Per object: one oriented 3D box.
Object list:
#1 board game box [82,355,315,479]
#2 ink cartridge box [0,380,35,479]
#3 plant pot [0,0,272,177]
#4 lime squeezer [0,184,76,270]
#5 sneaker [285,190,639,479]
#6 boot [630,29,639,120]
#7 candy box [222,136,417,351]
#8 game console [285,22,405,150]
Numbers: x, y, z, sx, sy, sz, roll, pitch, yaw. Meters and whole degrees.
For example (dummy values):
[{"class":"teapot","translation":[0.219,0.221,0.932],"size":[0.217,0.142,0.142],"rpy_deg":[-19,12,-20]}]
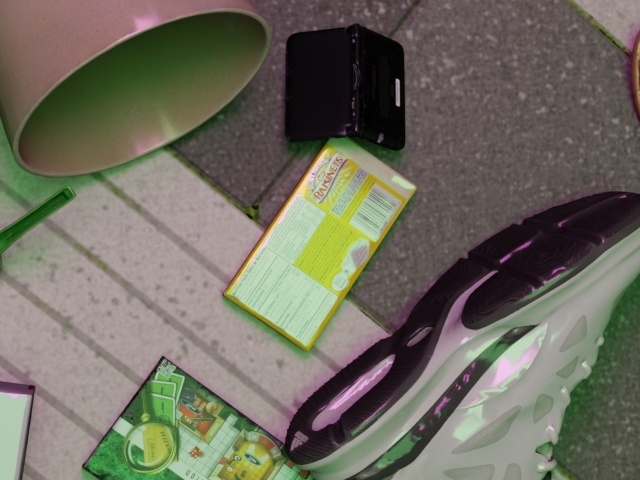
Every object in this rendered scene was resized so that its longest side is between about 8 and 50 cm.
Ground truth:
[{"class":"board game box","translation":[-0.092,0.244,1.295],"size":[0.259,0.030,0.136],"rpy_deg":[36,83,-8]},{"class":"ink cartridge box","translation":[-0.338,0.215,1.194],"size":[0.127,0.128,0.176],"rpy_deg":[10,86,-11]},{"class":"plant pot","translation":[-0.219,-0.242,1.202],"size":[0.256,0.256,0.274],"rpy_deg":[-26,76,-12]},{"class":"lime squeezer","translation":[-0.354,0.047,1.212],"size":[0.310,0.110,0.059],"rpy_deg":[-34,112,-7]},{"class":"sneaker","translation":[0.202,0.159,1.317],"size":[0.447,0.169,0.257],"rpy_deg":[-38,109,-11]},{"class":"boot","translation":[0.423,-0.109,1.319],"size":[0.109,0.220,0.283],"rpy_deg":[-13,90,-12]},{"class":"candy box","translation":[0.000,0.000,1.326],"size":[0.105,0.027,0.206],"rpy_deg":[35,81,-4]},{"class":"game console","translation":[0.027,-0.152,1.334],"size":[0.107,0.071,0.122],"rpy_deg":[16,66,-40]}]
